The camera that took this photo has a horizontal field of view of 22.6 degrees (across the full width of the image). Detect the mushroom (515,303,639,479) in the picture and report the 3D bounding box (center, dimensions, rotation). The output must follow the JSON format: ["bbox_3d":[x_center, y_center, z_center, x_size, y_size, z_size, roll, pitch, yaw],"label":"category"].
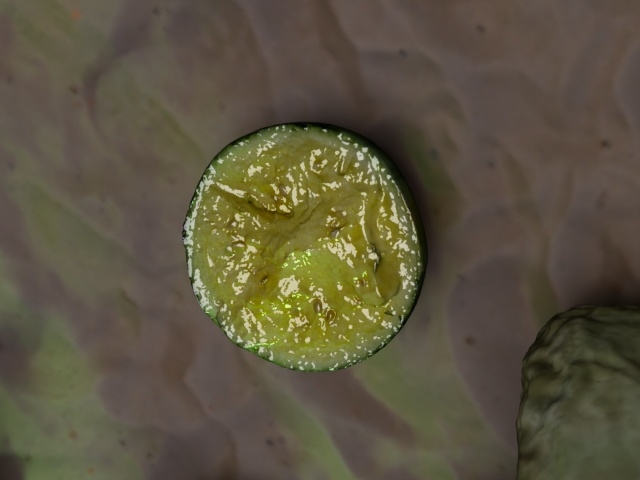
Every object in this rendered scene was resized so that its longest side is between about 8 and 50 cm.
[{"bbox_3d":[0.121,0.169,0.603,0.189,0.164,0.267,26,92,5],"label":"mushroom"}]

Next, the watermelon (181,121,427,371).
[{"bbox_3d":[0.000,0.000,0.673,0.105,0.062,0.106,4,101,23],"label":"watermelon"}]
